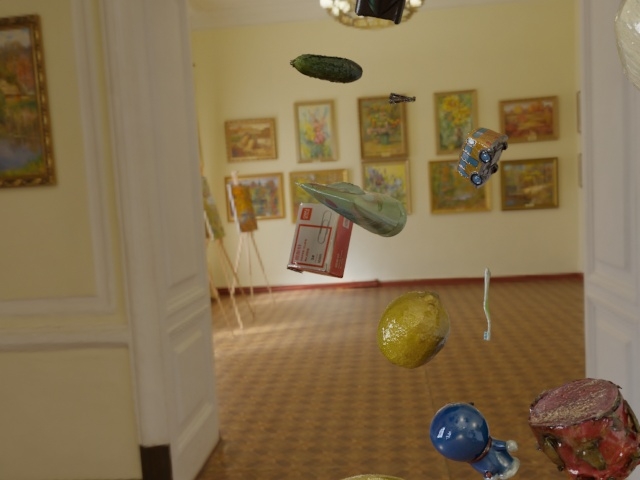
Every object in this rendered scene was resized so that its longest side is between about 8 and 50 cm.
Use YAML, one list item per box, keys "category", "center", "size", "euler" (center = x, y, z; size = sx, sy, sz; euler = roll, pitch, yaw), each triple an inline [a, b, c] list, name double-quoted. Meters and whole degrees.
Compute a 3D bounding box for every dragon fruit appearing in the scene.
- category: "dragon fruit"
  center: [0.764, 0.575, 1.699]
  size: [0.296, 0.263, 0.314]
  euler: [-25, 3, 19]

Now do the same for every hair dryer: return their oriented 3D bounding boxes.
- category: "hair dryer"
  center: [0.154, -0.540, 1.218]
  size: [0.116, 0.245, 0.303]
  euler: [4, 37, -7]

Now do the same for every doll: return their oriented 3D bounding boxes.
- category: "doll"
  center: [0.427, 0.557, 1.668]
  size: [0.215, 0.257, 0.161]
  euler: [-39, 12, 37]

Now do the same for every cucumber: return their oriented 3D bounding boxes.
- category: "cucumber"
  center: [0.017, -0.451, 1.575]
  size: [0.227, 0.069, 0.069]
  euler: [-3, 4, -37]

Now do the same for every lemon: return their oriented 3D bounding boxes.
- category: "lemon"
  center: [0.272, 0.261, 1.766]
  size: [0.204, 0.260, 0.204]
  euler: [27, 16, -8]

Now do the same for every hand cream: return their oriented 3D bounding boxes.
- category: "hand cream"
  center: [0.084, -0.071, 1.290]
  size: [0.147, 0.093, 0.305]
  euler: [23, 6, 35]

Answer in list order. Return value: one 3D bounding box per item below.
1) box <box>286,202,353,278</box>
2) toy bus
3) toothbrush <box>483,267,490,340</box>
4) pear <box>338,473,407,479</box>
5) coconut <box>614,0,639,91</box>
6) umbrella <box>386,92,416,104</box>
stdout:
- category: "box"
  center: [0.000, 0.000, 1.543]
  size: [0.133, 0.182, 0.099]
  euler: [8, -8, 32]
- category: "toy bus"
  center: [0.570, -0.302, 2.153]
  size: [0.136, 0.210, 0.126]
  euler: [37, 52, 25]
- category: "toothbrush"
  center: [0.607, 0.232, 2.177]
  size: [0.022, 0.263, 0.026]
  euler: [4, -3, -42]
- category: "pear"
  center: [0.097, 0.611, 1.102]
  size: [0.347, 0.349, 0.348]
  euler: [-3, 5, 0]
- category: "coconut"
  center: [0.737, -0.418, 1.123]
  size: [0.346, 0.361, 0.346]
  euler: [-27, -20, -11]
- category: "umbrella"
  center: [0.202, -0.356, 1.511]
  size: [0.083, 0.032, 0.020]
  euler: [14, -27, 27]
